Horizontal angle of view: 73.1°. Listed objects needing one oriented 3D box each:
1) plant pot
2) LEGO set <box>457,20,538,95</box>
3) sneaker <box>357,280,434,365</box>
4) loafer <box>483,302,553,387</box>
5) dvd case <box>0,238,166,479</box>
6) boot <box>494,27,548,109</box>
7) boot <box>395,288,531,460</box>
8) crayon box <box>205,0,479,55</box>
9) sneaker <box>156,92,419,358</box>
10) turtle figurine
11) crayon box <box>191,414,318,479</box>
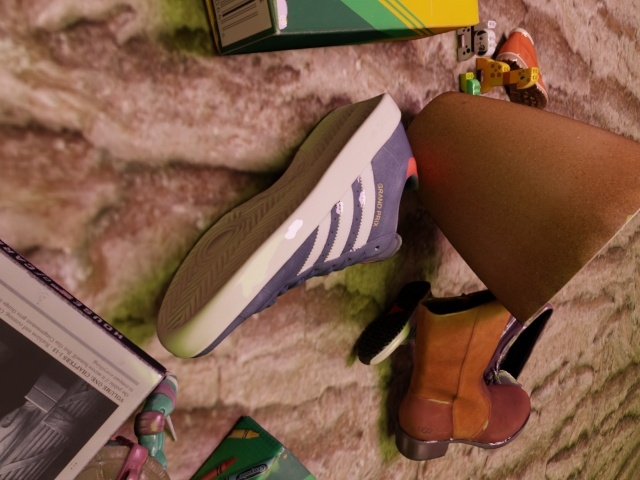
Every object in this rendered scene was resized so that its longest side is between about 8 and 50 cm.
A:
[{"bbox_3d":[0.230,-0.070,0.540,0.237,0.254,0.237,-36,154,-21],"label":"plant pot"},{"bbox_3d":[0.279,-0.227,0.673,0.087,0.093,0.227,-20,111,-37],"label":"LEGO set"},{"bbox_3d":[0.121,0.133,0.626,0.161,0.057,0.075,-44,118,-30],"label":"sneaker"},{"bbox_3d":[0.346,0.235,0.817,0.109,0.095,0.302,37,74,-39],"label":"loafer"},{"bbox_3d":[-0.243,0.118,0.250,0.179,0.029,0.238,42,78,-10],"label":"dvd case"},{"bbox_3d":[0.366,-0.299,0.764,0.158,0.059,0.084,33,71,-39],"label":"boot"},{"bbox_3d":[0.242,0.186,0.659,0.264,0.096,0.280,-2,115,-15],"label":"boot"},{"bbox_3d":[0.019,-0.384,0.407,0.313,0.106,0.362,-24,113,-36],"label":"crayon box"},{"bbox_3d":[0.000,0.000,0.445,0.350,0.131,0.148,-48,121,-24],"label":"sneaker"},{"bbox_3d":[-0.174,0.179,0.342,0.234,0.118,0.175,53,58,-25],"label":"turtle figurine"},{"bbox_3d":[-0.052,0.355,0.499,0.165,0.081,0.278,-47,125,-25],"label":"crayon box"}]
